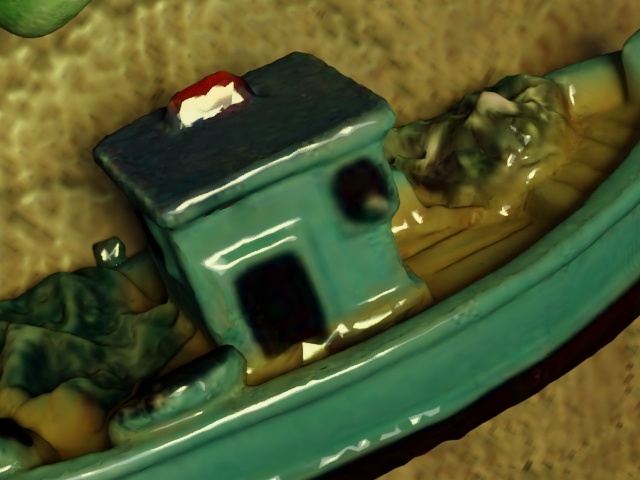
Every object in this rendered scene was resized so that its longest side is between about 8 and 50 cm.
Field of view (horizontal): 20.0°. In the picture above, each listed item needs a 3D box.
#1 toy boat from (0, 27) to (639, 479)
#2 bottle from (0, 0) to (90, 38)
[{"bbox_3d":[0.000,0.000,0.433,0.223,0.100,0.097,-27,119,-15],"label":"toy boat"},{"bbox_3d":[-0.171,-0.162,0.356,0.330,0.093,0.093,32,86,-20],"label":"bottle"}]
